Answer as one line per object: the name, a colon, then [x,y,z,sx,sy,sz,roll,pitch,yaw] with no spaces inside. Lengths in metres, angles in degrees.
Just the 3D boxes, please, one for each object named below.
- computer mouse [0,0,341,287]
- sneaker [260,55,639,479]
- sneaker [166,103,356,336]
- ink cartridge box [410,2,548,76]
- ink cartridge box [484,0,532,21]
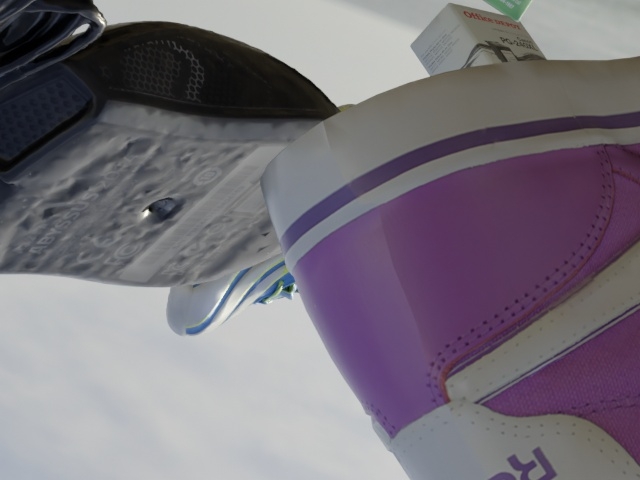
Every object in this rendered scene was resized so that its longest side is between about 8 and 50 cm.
computer mouse: [-0.087,-0.046,0.658,0.272,0.188,0.072,10,-133,-56]
sneaker: [0.116,0.026,0.501,0.282,0.102,0.161,-16,-107,-42]
sneaker: [0.000,0.000,1.226,0.126,0.240,0.091,32,150,18]
ink cartridge box: [0.168,-0.142,1.575,0.109,0.063,0.150,4,-133,-46]
ink cartridge box: [0.148,-0.301,1.316,0.154,0.212,0.093,25,-165,-46]
